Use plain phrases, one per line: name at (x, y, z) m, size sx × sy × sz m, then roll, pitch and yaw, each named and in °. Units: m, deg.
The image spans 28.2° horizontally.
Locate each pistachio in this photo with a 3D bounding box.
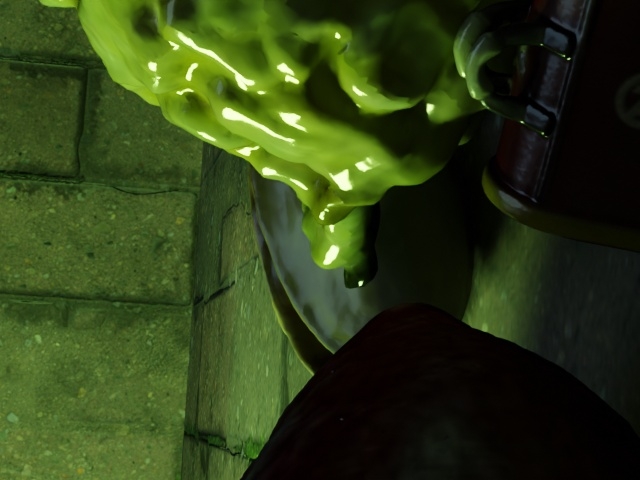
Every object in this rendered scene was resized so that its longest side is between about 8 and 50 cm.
pistachio at (0.024, -0.005, 0.772) m, size 0.129 × 0.131 × 0.206 m, roll 98°, pitch 166°, yaw -64°

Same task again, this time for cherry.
cherry at (0.035, 0.159, 0.439) m, size 0.230 × 0.203 × 0.300 m, roll 100°, pitch 179°, yaw -64°

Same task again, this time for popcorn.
popcorn at (-0.005, -0.155, 0.583) m, size 0.293 × 0.237 × 0.293 m, roll -60°, pitch 10°, yaw 18°

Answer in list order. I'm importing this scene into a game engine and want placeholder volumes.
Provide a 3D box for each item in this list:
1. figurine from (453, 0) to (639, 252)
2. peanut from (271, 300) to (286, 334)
figurine at (0.101, -0.077, 0.475) m, size 0.082 × 0.098 × 0.154 m, roll -97°, pitch 13°, yaw -59°
peanut at (0.000, 0.000, 1.056) m, size 0.080 × 0.080 × 0.175 m, roll -121°, pitch 40°, yaw -72°
